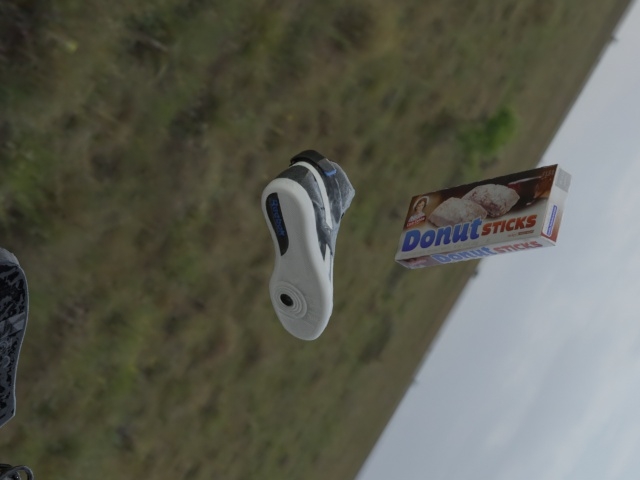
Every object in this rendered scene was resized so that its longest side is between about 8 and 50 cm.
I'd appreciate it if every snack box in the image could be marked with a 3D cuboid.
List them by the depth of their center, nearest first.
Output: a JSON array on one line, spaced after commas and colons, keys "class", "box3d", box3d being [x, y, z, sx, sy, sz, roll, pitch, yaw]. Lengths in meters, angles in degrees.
[{"class": "snack box", "box3d": [0.131, -0.017, 1.142, 0.178, 0.022, 0.064, -12, -124, 53]}]

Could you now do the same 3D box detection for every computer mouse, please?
[{"class": "computer mouse", "box3d": [-0.291, 0.122, 0.972, 0.184, 0.060, 0.262, -30, 140, -40]}]

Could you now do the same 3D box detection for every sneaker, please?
[{"class": "sneaker", "box3d": [0.000, 0.000, 1.566, 0.121, 0.079, 0.217, -47, 144, -43]}]
